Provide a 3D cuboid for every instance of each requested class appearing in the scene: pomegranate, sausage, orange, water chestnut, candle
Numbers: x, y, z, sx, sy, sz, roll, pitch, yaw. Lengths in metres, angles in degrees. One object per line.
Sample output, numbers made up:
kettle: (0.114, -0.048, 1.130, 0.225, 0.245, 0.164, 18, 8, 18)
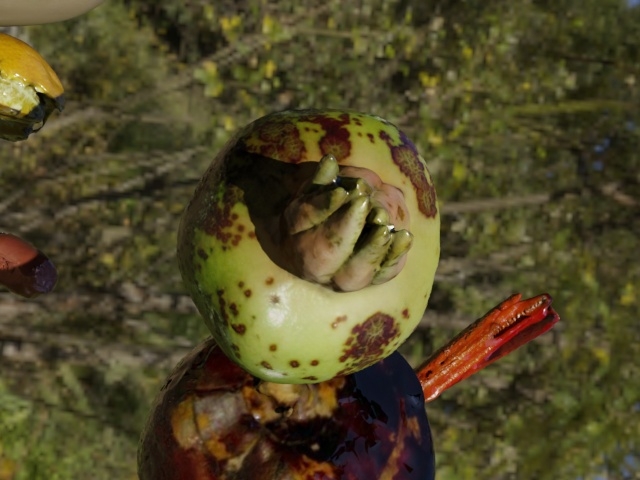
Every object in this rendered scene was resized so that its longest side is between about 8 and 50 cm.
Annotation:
pomegranate: (0.017, 0.000, 1.015, 0.277, 0.204, 0.221, -11, -101, 50)
sausage: (-0.431, 0.035, 1.830, 0.076, 0.141, 0.076, -33, 138, -36)
orange: (-0.354, -0.172, 1.406, 0.160, 0.170, 0.112, 42, 48, -66)
water chestnut: (-0.044, 0.264, 1.408, 0.347, 0.335, 0.335, 125, -27, -51)
candle: (0.205, 0.167, 1.841, 0.084, 0.302, 0.059, 54, 3, -22)

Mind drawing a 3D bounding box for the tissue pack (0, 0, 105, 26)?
tissue pack: (-0.245, -0.367, 1.033, 0.267, 0.277, 0.387, -135, -125, -68)
